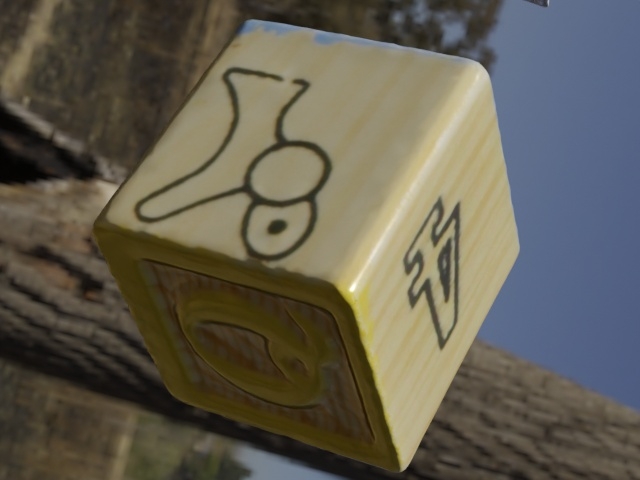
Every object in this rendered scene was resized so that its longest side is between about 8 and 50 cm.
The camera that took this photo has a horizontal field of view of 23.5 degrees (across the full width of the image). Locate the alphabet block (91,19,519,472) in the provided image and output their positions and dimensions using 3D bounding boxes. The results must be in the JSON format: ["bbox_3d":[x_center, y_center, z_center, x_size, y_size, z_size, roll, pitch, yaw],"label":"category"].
[{"bbox_3d":[0.000,0.000,1.001,0.197,0.192,0.193,-57,146,-31],"label":"alphabet block"}]

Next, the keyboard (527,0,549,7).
[{"bbox_3d":[0.085,-0.268,1.368,0.014,0.256,0.072,-61,163,-22],"label":"keyboard"}]
